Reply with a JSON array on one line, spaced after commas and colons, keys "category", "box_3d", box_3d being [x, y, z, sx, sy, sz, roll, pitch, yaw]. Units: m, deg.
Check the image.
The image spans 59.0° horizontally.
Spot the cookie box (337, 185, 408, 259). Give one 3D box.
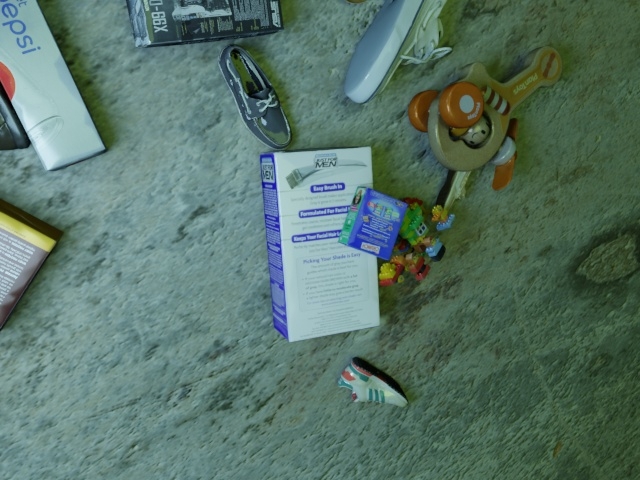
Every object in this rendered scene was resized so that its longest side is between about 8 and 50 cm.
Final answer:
[{"category": "cookie box", "box_3d": [0.093, -0.030, 1.004, 0.092, 0.040, 0.107, 20, 88, -24]}]

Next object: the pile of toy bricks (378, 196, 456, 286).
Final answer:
[{"category": "pile of toy bricks", "box_3d": [0.171, -0.019, 1.071, 0.105, 0.118, 0.212, 50, 54, -18]}]

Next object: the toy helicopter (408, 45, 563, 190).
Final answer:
[{"category": "toy helicopter", "box_3d": [0.365, -0.261, 1.134, 0.355, 0.140, 0.235, -38, 108, -15]}]

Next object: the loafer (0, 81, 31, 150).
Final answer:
[{"category": "loafer", "box_3d": [-0.522, -0.232, 0.850, 0.078, 0.080, 0.220, -26, 105, -15]}]

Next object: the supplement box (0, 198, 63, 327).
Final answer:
[{"category": "supplement box", "box_3d": [-0.534, 0.029, 0.853, 0.191, 0.129, 0.194, 32, 85, -20]}]

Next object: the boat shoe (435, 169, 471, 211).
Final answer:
[{"category": "boat shoe", "box_3d": [0.278, -0.106, 1.164, 0.045, 0.050, 0.135, 23, 89, -15]}]

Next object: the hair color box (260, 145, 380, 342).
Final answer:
[{"category": "hair color box", "box_3d": [0.000, 0.000, 1.049, 0.185, 0.110, 0.338, -7, 101, -20]}]

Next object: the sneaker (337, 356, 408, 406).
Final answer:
[{"category": "sneaker", "box_3d": [0.105, 0.306, 1.160, 0.161, 0.057, 0.075, 37, 101, -21]}]

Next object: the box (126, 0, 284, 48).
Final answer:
[{"category": "box", "box_3d": [-0.195, -0.472, 0.884, 0.242, 0.076, 0.307, -19, 113, -30]}]

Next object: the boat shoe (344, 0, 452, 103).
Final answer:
[{"category": "boat shoe", "box_3d": [0.183, -0.389, 1.063, 0.156, 0.136, 0.367, 31, 76, -23]}]

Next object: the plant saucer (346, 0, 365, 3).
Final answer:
[{"category": "plant saucer", "box_3d": [0.062, -0.484, 1.059, 0.083, 0.015, 0.083, -2, 97, -19]}]

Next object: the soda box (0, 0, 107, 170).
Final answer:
[{"category": "soda box", "box_3d": [-0.436, -0.254, 0.872, 0.098, 0.091, 0.286, -24, 104, -15]}]

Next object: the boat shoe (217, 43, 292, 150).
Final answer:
[{"category": "boat shoe", "box_3d": [-0.112, -0.250, 1.001, 0.075, 0.065, 0.206, -35, 107, -12]}]
